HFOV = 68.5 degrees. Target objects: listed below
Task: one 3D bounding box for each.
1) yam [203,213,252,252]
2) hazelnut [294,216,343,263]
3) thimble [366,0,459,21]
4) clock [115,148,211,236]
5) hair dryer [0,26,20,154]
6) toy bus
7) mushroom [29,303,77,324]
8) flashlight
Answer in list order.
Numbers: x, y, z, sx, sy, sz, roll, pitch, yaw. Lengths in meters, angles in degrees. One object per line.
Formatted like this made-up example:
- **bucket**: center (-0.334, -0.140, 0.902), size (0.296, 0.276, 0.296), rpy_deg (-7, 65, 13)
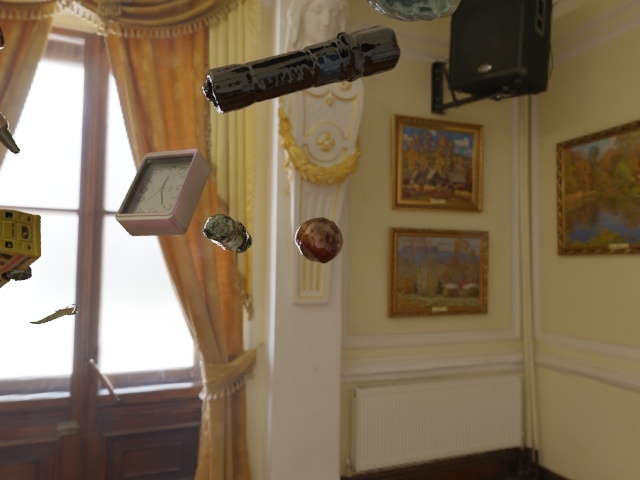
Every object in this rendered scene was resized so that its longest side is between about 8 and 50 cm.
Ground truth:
- **yam**: center (-0.074, -0.006, 0.392), size (0.033, 0.027, 0.129), rpy_deg (9, -4, -6)
- **hazelnut**: center (0.000, 0.000, 0.850), size (0.086, 0.086, 0.086), rpy_deg (1, -3, 0)
- **thimble**: center (0.145, -0.471, 0.747), size (0.205, 0.172, 0.250), rpy_deg (-30, -56, 26)
- **clock**: center (-0.341, -0.106, 1.025), size (0.150, 0.197, 0.063), rpy_deg (-1, -34, 18)
- **hair dryer**: center (-0.547, -0.218, 0.694), size (0.195, 0.220, 0.054), rpy_deg (-27, 10, -40)
- **toy bus**: center (-0.757, 0.055, 1.064), size (0.335, 0.121, 0.123), rpy_deg (-29, -25, 25)
- **mushroom**: center (-0.781, 0.218, 1.414), size (0.043, 0.068, 0.306), rpy_deg (46, -11, -7)
- **flashlight**: center (-0.034, -0.357, 0.989), size (0.424, 0.103, 0.103), rpy_deg (-20, 2, -14)
